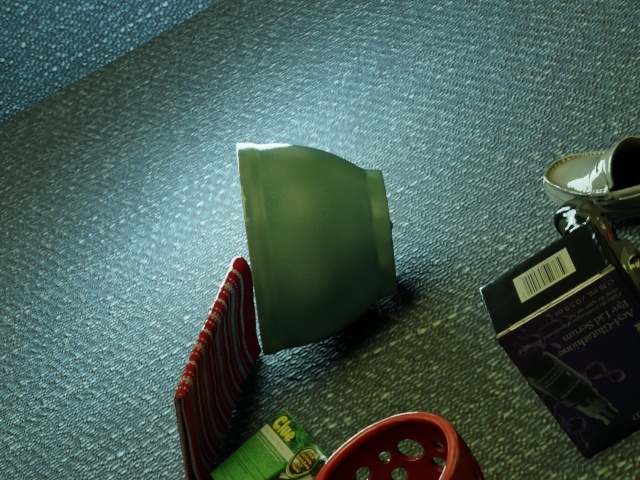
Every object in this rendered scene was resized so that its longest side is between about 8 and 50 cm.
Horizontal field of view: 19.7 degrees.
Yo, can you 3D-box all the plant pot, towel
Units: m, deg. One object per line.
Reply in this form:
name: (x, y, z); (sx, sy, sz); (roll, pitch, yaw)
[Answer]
plant pot: (0.107, 0.308, 1.986); (0.191, 0.174, 0.191); (-29, 28, 17)
towel: (-0.136, 0.177, 2.481); (0.031, 0.199, 0.275); (7, 43, 13)
plant pot: (0.000, 0.000, 2.518); (0.196, 0.293, 0.293); (-8, 31, 0)

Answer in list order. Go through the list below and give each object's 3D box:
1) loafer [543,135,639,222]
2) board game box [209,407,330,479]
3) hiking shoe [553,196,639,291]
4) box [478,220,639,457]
loafer: (0.395, -0.085, 2.316); (0.319, 0.111, 0.112); (4, 48, 52)
board game box: (-0.044, 0.310, 2.323); (0.136, 0.030, 0.259); (-42, 28, -4)
hiking shoe: (0.320, 0.025, 2.264); (0.114, 0.086, 0.227); (-34, 28, 0)
box: (0.295, 0.110, 2.032); (0.153, 0.207, 0.108); (-33, 28, 11)
